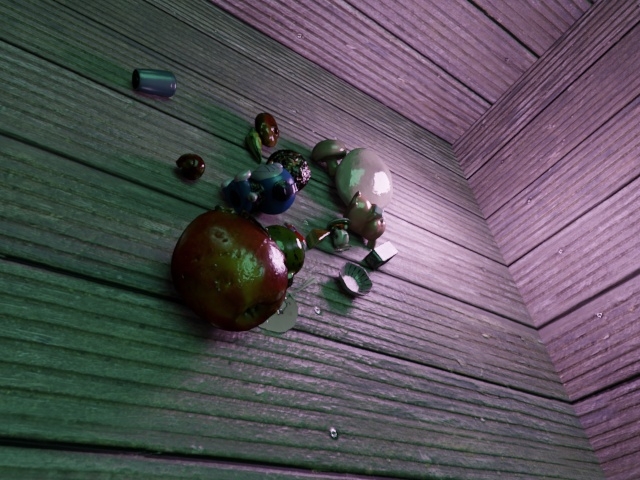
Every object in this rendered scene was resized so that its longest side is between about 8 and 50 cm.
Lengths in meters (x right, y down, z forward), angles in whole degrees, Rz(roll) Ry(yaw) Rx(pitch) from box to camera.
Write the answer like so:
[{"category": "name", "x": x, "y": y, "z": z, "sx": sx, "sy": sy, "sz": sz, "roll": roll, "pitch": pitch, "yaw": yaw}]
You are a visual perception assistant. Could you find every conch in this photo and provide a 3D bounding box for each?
[{"category": "conch", "x": -0.339, "y": -0.497, "z": 2.250, "sx": 0.080, "sy": 0.095, "sz": 0.200, "roll": -17, "pitch": 63, "yaw": -16}]

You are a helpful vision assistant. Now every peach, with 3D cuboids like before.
[{"category": "peach", "x": -0.314, "y": 0.090, "z": 1.483, "sx": 0.353, "sy": 0.339, "sz": 0.416, "roll": 1, "pitch": 48, "yaw": -43}]

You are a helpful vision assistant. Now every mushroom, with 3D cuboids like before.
[{"category": "mushroom", "x": 0.046, "y": -0.490, "z": 2.552, "sx": 0.206, "sy": 0.209, "sz": 0.206, "roll": 14, "pitch": 20, "yaw": -5}]

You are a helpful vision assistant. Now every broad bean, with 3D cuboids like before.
[{"category": "broad bean", "x": -0.286, "y": -0.594, "z": 2.348, "sx": 0.122, "sy": 0.156, "sz": 0.228, "roll": -13, "pitch": 46, "yaw": -9}]

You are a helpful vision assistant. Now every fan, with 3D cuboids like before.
[{"category": "fan", "x": -0.139, "y": 0.232, "z": 1.770, "sx": 0.233, "sy": 0.012, "sz": 0.415, "roll": 52, "pitch": 40, "yaw": 12}]

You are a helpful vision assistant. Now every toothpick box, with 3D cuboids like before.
[{"category": "toothpick box", "x": -0.788, "y": -0.748, "z": 2.072, "sx": 0.184, "sy": 0.120, "sz": 0.120, "roll": -9, "pitch": 60, "yaw": -43}]

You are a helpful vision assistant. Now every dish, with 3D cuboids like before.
[{"category": "dish", "x": 0.150, "y": 0.192, "z": 2.033, "sx": 0.191, "sy": 0.066, "sz": 0.190, "roll": 24, "pitch": 38, "yaw": -21}]

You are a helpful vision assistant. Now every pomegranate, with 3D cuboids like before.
[{"category": "pomegranate", "x": -0.176, "y": 0.066, "z": 1.725, "sx": 0.254, "sy": 0.254, "sz": 0.270, "roll": -13, "pitch": 66, "yaw": -48}]

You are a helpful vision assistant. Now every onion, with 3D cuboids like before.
[{"category": "onion", "x": -0.546, "y": -0.315, "z": 1.860, "sx": 0.117, "sy": 0.119, "sz": 0.118, "roll": 60, "pitch": 37, "yaw": -4}]

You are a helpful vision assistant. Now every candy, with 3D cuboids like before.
[{"category": "candy", "x": 0.253, "y": -0.329, "z": 2.484, "sx": 0.427, "sy": 0.186, "sz": 0.386, "roll": -39, "pitch": 102, "yaw": -40}]

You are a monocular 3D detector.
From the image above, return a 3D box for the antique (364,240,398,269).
[{"category": "antique", "x": 0.313, "y": 0.078, "z": 2.278, "sx": 0.086, "sy": 0.088, "sz": 0.183, "roll": 50, "pitch": 37, "yaw": 12}]

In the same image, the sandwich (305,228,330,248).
[{"category": "sandwich", "x": 0.000, "y": 0.000, "z": 2.081, "sx": 0.116, "sy": 0.074, "sz": 0.074, "roll": 7, "pitch": 47, "yaw": -39}]

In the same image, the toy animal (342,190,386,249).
[{"category": "toy animal", "x": 0.240, "y": -0.119, "z": 2.302, "sx": 0.256, "sy": 0.213, "sz": 0.195, "roll": 31, "pitch": 51, "yaw": -13}]

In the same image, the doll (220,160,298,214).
[{"category": "doll", "x": -0.251, "y": -0.222, "z": 1.947, "sx": 0.310, "sy": 0.284, "sz": 0.240, "roll": -24, "pitch": 110, "yaw": -39}]

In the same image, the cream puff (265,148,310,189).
[{"category": "cream puff", "x": -0.158, "y": -0.359, "z": 2.219, "sx": 0.239, "sy": 0.165, "sz": 0.239, "roll": 22, "pitch": 41, "yaw": -21}]

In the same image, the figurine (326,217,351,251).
[{"category": "figurine", "x": 0.106, "y": -0.020, "z": 2.176, "sx": 0.132, "sy": 0.132, "sz": 0.153, "roll": 6, "pitch": 63, "yaw": -39}]

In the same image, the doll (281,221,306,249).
[{"category": "doll", "x": -0.111, "y": -0.001, "z": 1.977, "sx": 0.102, "sy": 0.075, "sz": 0.227, "roll": 20, "pitch": 31, "yaw": -42}]
